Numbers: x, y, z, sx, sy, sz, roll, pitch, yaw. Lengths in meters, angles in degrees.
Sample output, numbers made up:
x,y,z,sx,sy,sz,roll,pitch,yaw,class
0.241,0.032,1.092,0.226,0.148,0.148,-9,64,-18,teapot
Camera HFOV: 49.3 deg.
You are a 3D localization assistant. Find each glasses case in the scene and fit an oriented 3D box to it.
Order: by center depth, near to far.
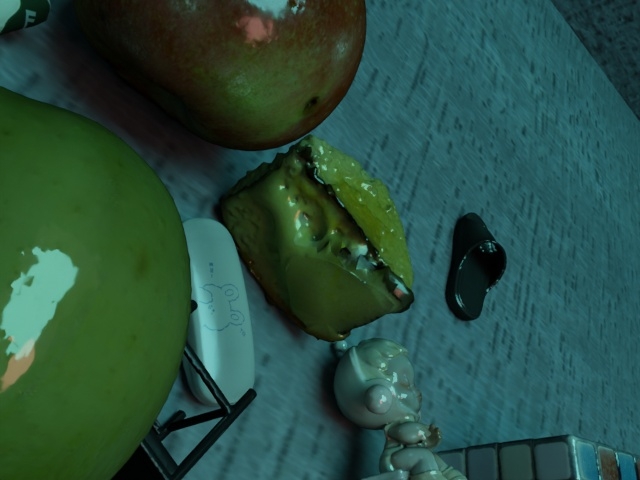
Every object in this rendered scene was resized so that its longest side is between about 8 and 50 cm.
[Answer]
x,y,z,sx,sy,sz,roll,pitch,yaw,class
-0.134,0.085,0.859,0.092,0.059,0.233,6,69,-48,glasses case

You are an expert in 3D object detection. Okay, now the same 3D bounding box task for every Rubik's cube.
x,y,z,sx,sy,sz,roll,pitch,yaw,class
0.350,0.452,1.064,0.256,0.259,0.253,25,54,-38,Rubik's cube

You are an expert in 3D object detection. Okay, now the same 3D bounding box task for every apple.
x,y,z,sx,sy,sz,roll,pitch,yaw,class
-0.292,0.057,0.548,0.311,0.320,0.360,43,46,-47,apple
-0.111,-0.275,0.843,0.348,0.348,0.277,41,83,-27,apple

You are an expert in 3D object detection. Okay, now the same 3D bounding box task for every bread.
x,y,z,sx,sy,sz,roll,pitch,yaw,class
0.000,0.000,0.951,0.262,0.204,0.162,59,29,-4,bread

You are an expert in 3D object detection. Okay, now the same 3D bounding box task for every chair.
x,y,z,sx,sy,sz,roll,pitch,yaw,class
-0.205,0.193,0.666,0.141,0.154,0.260,58,38,-9,chair

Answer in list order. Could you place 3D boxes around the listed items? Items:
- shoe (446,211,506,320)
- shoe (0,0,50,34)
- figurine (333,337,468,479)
x,y,z,sx,sy,sz,roll,pitch,yaw,class
0.315,0.044,1.348,0.108,0.093,0.241,42,48,-25,shoe
-0.399,-0.388,0.741,0.160,0.132,0.363,-19,91,-49,shoe
0.094,0.246,0.974,0.182,0.144,0.257,15,46,-40,figurine
